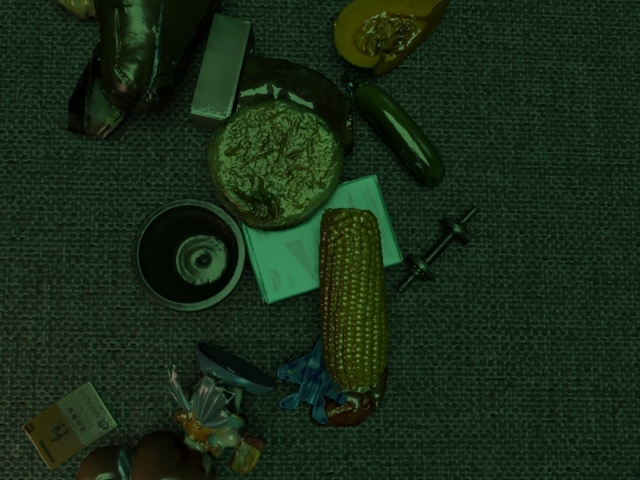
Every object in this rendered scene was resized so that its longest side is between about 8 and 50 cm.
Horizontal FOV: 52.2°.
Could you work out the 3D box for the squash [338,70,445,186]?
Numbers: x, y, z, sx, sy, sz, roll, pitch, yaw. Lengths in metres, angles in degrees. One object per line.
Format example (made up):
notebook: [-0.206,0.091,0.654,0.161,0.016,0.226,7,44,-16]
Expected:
squash: [0.164,-0.255,1.460,0.087,0.087,0.331,-39,85,-4]

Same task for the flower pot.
flower pot: [-0.264,0.037,1.389,0.235,0.148,0.235,0,83,2]

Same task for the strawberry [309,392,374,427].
strawberry: [0.049,0.362,1.422,0.152,0.048,0.104,-25,83,-7]

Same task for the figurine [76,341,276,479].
figurine: [-0.274,0.413,1.313,0.277,0.248,0.388,29,88,41]

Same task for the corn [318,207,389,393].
corn: [0.066,0.117,1.296,0.144,0.144,0.387,-2,104,-2]

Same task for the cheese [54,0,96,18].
cheese: [-0.523,-0.614,1.460,0.214,0.117,0.226,-29,81,0]

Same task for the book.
book: [-0.542,0.401,1.419,0.172,0.012,0.118,-34,86,-4]

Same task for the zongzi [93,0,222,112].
zongzi: [-0.420,-0.475,1.313,0.393,0.174,0.356,30,70,-32]

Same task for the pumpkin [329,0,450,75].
pumpkin: [0.146,-0.488,1.479,0.278,0.111,0.163,-43,74,-4]

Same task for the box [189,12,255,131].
box: [-0.209,-0.359,1.434,0.086,0.129,0.225,12,85,0]

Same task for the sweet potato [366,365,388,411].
sweet potato: [0.103,0.233,1.425,0.075,0.075,0.269,-14,76,-3]

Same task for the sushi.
sushi: [-0.458,-0.358,1.446,0.109,0.134,0.273,22,67,-15]

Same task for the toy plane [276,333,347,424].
toy plane: [-0.004,0.258,1.403,0.169,0.078,0.246,26,56,-16]

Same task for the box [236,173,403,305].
box: [0.000,0.000,1.415,0.311,0.118,0.205,-18,83,-3]

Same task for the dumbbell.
dumbbell: [0.258,0.019,1.440,0.081,0.081,0.254,44,84,2]

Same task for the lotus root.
lotus root: [-0.050,-0.254,1.424,0.260,0.149,0.267,10,88,0]

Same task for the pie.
pie: [-0.093,-0.158,1.327,0.277,0.078,0.277,0,92,-5]
